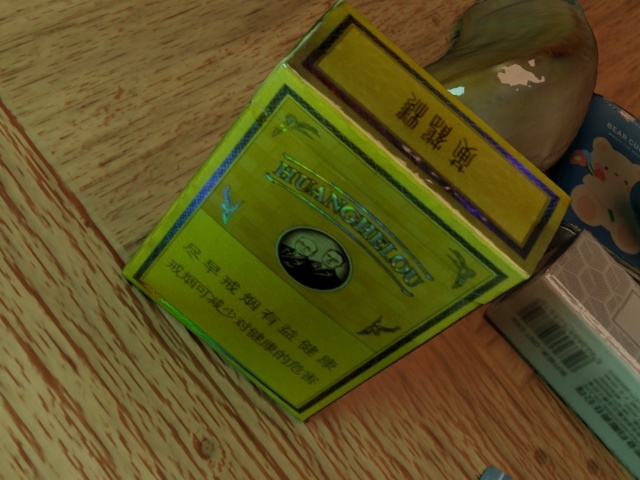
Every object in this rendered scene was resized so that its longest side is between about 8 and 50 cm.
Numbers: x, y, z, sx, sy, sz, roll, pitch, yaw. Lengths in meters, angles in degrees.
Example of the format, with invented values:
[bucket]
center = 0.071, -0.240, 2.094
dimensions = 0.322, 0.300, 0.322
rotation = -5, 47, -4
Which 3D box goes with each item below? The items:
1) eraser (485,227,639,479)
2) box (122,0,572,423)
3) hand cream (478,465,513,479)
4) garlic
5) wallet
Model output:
[eraser]
center = 0.335, 0.172, 0.958
dimensions = 0.404, 0.098, 0.096
rotation = 47, 50, 0
[box]
center = 0.000, 0.000, 0.723
dimensions = 0.193, 0.301, 0.084
rotation = 39, 52, -6
[hand cream]
center = 0.218, 0.297, 0.853
dimensions = 0.256, 0.055, 0.088
rotation = 41, 46, 4
[garlic]
center = 0.198, -0.195, 1.071
dimensions = 0.196, 0.151, 0.338
rotation = 29, 50, 4
[wallet]
center = 0.304, -0.046, 1.092
dimensions = 0.141, 0.059, 0.202
rotation = 32, 53, -12
